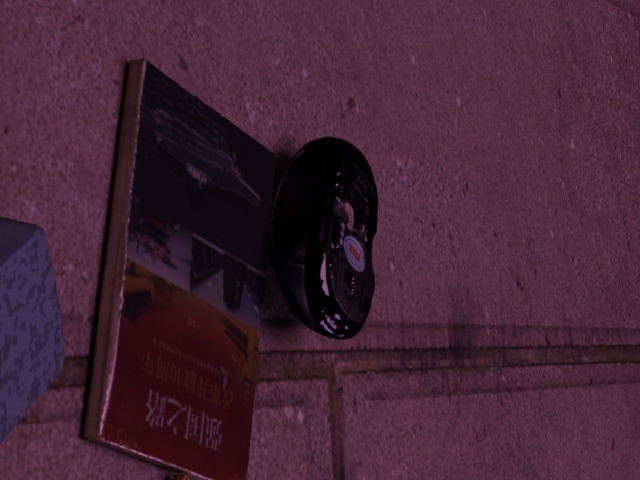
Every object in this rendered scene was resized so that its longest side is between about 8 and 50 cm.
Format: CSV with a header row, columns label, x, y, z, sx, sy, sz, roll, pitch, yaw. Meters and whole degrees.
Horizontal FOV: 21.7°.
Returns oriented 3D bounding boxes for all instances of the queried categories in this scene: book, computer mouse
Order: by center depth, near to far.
label,x,y,z,sx,sy,sz,roll,pitch,yaw
book,-0.129,0.041,1.643,0.262,0.028,0.373,35,55,-57
computer mouse,0.000,0.000,1.818,0.137,0.096,0.233,59,31,-50

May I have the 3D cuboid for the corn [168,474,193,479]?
label,x,y,z,sx,sy,sz,roll,pitch,yaw
corn,-0.143,0.247,1.575,0.083,0.027,0.028,-46,157,-53

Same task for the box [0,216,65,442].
label,x,y,z,sx,sy,sz,roll,pitch,yaw
box,-0.290,0.077,1.227,0.227,0.130,0.162,-53,146,-51
